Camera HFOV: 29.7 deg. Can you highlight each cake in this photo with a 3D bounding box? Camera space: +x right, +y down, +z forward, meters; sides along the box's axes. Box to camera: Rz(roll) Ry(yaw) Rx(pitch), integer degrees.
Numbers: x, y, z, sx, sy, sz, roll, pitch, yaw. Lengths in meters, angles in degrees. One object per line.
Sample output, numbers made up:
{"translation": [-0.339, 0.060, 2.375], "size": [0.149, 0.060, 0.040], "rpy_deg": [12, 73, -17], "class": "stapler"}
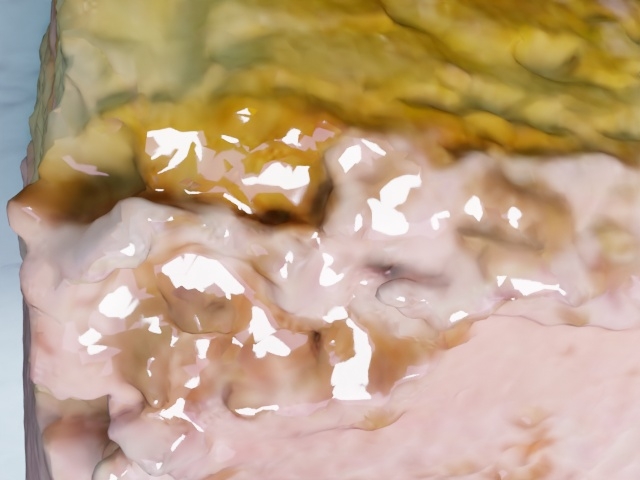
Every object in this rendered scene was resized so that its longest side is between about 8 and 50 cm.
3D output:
{"translation": [0.000, 0.000, 0.591], "size": [0.314, 0.293, 0.307], "rpy_deg": [7, 136, -18], "class": "cake"}
